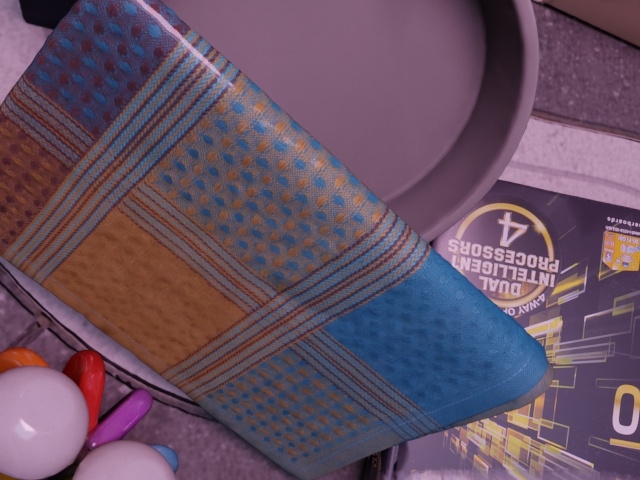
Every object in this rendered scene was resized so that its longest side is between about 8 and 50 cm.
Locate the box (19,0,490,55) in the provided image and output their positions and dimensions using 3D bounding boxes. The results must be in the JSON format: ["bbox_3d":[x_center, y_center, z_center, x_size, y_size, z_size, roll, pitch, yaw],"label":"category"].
[{"bbox_3d":[-0.037,-0.306,0.597,0.343,0.179,0.313,8,86,-16],"label":"box"}]

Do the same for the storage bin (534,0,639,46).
[{"bbox_3d":[0.379,-0.321,0.758,0.262,0.123,0.260,18,82,-15],"label":"storage bin"}]

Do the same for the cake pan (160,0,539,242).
[{"bbox_3d":[-0.001,-0.102,0.518,0.293,0.054,0.293,-5,128,-6],"label":"cake pan"}]

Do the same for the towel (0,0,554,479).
[{"bbox_3d":[-0.058,0.027,0.520,0.370,0.271,0.040,42,42,-18],"label":"towel"}]

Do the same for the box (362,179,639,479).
[{"bbox_3d":[0.250,0.130,0.672,0.395,0.097,0.318,12,83,-7],"label":"box"}]

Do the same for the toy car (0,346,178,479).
[{"bbox_3d":[-0.181,0.152,0.559,0.182,0.159,0.136,43,39,-10],"label":"toy car"}]
